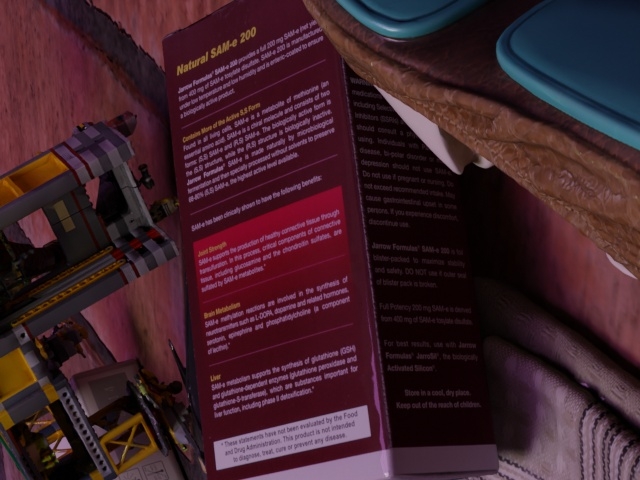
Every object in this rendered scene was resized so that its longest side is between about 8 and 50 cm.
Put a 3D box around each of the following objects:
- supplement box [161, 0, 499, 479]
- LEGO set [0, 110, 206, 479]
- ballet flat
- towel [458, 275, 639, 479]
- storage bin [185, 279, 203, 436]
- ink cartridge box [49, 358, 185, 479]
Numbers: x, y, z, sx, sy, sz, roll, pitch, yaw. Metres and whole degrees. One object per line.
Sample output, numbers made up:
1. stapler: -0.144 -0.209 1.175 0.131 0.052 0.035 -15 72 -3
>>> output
1. supplement box: 0.000 0.000 0.765 0.130 0.073 0.239 -19 73 46
2. LEGO set: -0.187 0.025 1.180 0.255 0.192 0.331 31 148 61
3. ballet flat: 0.087 -0.062 0.626 0.342 0.116 0.124 41 159 46
4. towel: 0.137 0.215 0.714 0.324 0.056 0.312 43 141 52
5. storage bin: -0.003 0.093 0.915 0.180 0.084 0.122 49 145 46
6. ink cartridge box: -0.153 0.289 1.382 0.296 0.066 0.261 65 153 23
